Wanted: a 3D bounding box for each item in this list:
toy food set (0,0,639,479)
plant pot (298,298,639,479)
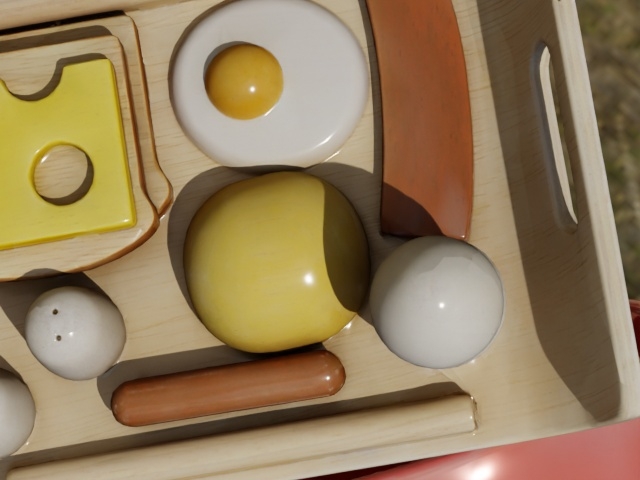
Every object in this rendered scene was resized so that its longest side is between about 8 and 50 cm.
[{"bbox_3d":[-0.049,-0.016,0.708,0.306,0.219,0.092,-9,172,2],"label":"toy food set"},{"bbox_3d":[0.073,0.185,0.904,0.275,0.243,0.275,-18,-172,3],"label":"plant pot"}]
